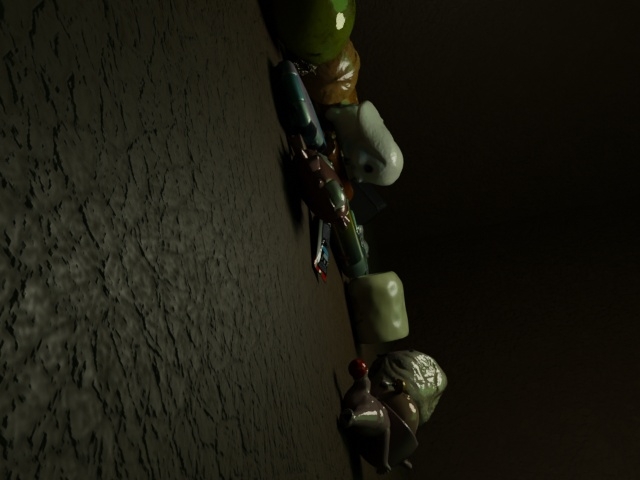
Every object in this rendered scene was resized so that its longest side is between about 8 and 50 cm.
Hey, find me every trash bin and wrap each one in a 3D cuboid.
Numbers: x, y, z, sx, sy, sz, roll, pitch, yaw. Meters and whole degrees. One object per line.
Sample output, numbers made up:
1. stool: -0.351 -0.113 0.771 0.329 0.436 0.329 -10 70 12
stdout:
1. trash bin: 0.141 -0.142 2.192 0.165 0.115 0.225 49 13 1

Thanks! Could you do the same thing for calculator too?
1. calculator: -0.044 -0.301 1.409 0.293 0.051 0.173 38 32 -78

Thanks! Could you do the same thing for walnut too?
1. walnut: 0.020 -0.479 1.675 0.222 0.195 0.195 -105 179 -57

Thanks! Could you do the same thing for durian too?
1. durian: -0.046 -0.456 1.549 0.091 0.080 0.080 48 18 -17

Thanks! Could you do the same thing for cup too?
1. cup: 0.194 0.204 1.916 0.255 0.173 0.202 -5 84 -66

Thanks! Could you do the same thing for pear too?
1. pear: -0.022 -0.546 1.414 0.212 0.212 0.269 -91 160 -53

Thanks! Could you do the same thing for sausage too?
1. sausage: 0.050 -0.199 1.893 0.302 0.076 0.103 67 14 -56

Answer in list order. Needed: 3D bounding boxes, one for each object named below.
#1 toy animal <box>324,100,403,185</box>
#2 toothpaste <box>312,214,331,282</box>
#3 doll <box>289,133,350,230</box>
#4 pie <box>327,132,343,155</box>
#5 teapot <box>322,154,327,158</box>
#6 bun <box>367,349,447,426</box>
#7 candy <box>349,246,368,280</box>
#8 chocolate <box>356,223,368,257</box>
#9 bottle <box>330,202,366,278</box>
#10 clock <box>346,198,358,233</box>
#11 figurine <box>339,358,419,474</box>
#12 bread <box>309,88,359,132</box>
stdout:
1. toy animal: 0.144 -0.293 1.869 0.289 0.174 0.249 62 0 5
2. toothpaste: 0.000 0.000 1.399 0.071 0.045 0.194 56 28 -49
3. doll: -0.006 -0.124 1.293 0.262 0.093 0.211 63 3 36
4. pie: 0.050 -0.485 2.321 0.339 0.083 0.340 -9 90 -82
5. teapot: -0.019 -0.174 1.469 0.083 0.064 0.064 9 74 -47
6. bun: 0.235 0.431 1.799 0.205 0.281 0.281 51 13 -9
7. candy: 0.134 0.098 2.126 0.194 0.062 0.097 -75 154 -73
8. chocolate: 0.135 0.002 2.238 0.072 0.072 0.167 -79 155 -70
9. bottle: 0.072 0.001 1.747 0.286 0.082 0.082 68 13 -50
10. clock: 0.083 -0.027 1.934 0.211 0.065 0.160 63 18 -66
11. figurine: 0.139 0.401 1.365 0.287 0.186 0.176 53 -5 -33
12. bread: 0.035 -0.533 2.002 0.195 0.148 0.344 61 19 -67
